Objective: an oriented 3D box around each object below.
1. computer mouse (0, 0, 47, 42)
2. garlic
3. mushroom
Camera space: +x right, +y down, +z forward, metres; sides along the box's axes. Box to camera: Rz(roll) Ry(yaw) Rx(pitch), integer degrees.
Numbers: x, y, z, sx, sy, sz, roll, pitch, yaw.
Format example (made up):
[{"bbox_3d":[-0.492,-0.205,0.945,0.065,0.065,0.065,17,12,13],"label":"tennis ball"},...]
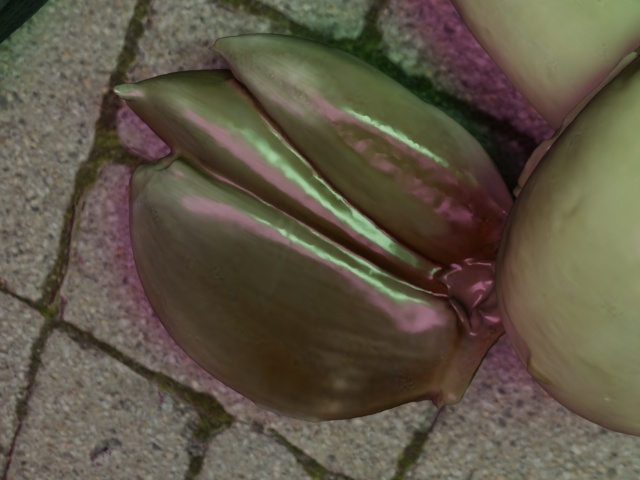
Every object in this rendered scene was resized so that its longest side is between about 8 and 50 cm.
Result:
[{"bbox_3d":[-0.301,-0.210,0.972,0.371,0.122,0.188,-38,96,22],"label":"computer mouse"},{"bbox_3d":[0.000,0.000,0.926,0.325,0.132,0.279,30,117,6],"label":"garlic"},{"bbox_3d":[0.192,-0.062,0.750,0.336,0.314,0.314,50,121,23],"label":"mushroom"}]
